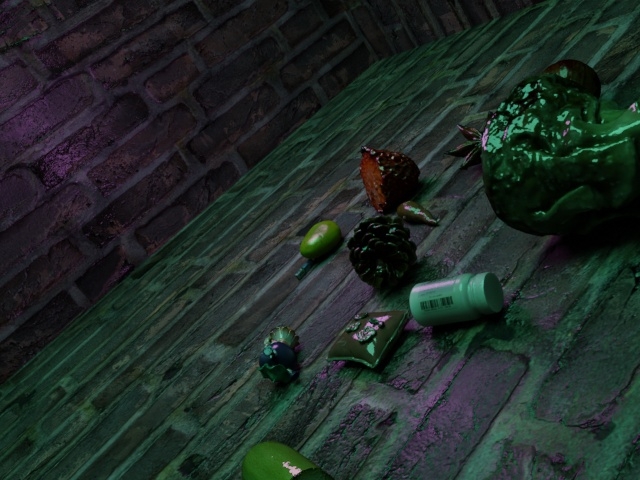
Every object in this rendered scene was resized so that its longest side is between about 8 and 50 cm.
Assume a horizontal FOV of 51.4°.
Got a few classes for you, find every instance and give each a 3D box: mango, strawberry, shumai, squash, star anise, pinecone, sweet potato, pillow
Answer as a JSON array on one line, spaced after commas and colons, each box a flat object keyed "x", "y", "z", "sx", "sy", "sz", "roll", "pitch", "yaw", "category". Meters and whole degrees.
[{"x": 0.006, "y": 0.000, "z": 2.210, "sx": 0.117, "sy": 0.089, "sz": 0.163, "roll": -1, "pitch": 40, "yaw": 35, "category": "mango"}, {"x": 0.235, "y": -0.222, "z": 2.226, "sx": 0.178, "sy": 0.233, "sz": 0.234, "roll": -15, "pitch": 17, "yaw": -13, "category": "strawberry"}, {"x": 0.564, "y": -0.183, "z": 1.393, "sx": 0.395, "sy": 0.395, "sz": 0.348, "roll": -43, "pitch": 20, "yaw": -21, "category": "shumai"}, {"x": -0.076, "y": 0.463, "z": 1.271, "sx": 0.132, "sy": 0.132, "sz": 0.247, "roll": -43, "pitch": 20, "yaw": -21, "category": "squash"}, {"x": 0.522, "y": -0.284, "z": 2.048, "sx": 0.272, "sy": 0.102, "sz": 0.271, "roll": -16, "pitch": 50, "yaw": 20, "category": "star anise"}, {"x": 0.167, "y": 0.037, "z": 1.769, "sx": 0.185, "sy": 0.169, "sz": 0.212, "roll": -60, "pitch": 25, "yaw": 21, "category": "pinecone"}, {"x": 0.284, "y": -0.085, "z": 2.006, "sx": 0.068, "sy": 0.068, "sz": 0.226, "roll": -39, "pitch": 22, "yaw": -11, "category": "sweet potato"}, {"x": 0.109, "y": 0.225, "z": 1.577, "sx": 0.179, "sy": 0.075, "sz": 0.171, "roll": -9, "pitch": 33, "yaw": 51, "category": "pillow"}]

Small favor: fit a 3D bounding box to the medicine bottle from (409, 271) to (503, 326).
[{"x": 0.298, "y": 0.129, "z": 1.462, "sx": 0.187, "sy": 0.102, "sz": 0.102, "roll": -17, "pitch": 27, "yaw": 40, "category": "medicine bottle"}]

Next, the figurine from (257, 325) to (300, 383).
[{"x": -0.110, "y": 0.290, "z": 1.718, "sx": 0.102, "sy": 0.111, "sz": 0.195, "roll": -49, "pitch": 15, "yaw": 24, "category": "figurine"}]

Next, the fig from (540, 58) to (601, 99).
[{"x": 0.729, "y": -0.378, "z": 1.927, "sx": 0.191, "sy": 0.191, "sz": 0.290, "roll": -20, "pitch": 66, "yaw": 34, "category": "fig"}]

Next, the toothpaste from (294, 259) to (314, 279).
[{"x": -0.051, "y": 0.094, "z": 2.181, "sx": 0.017, "sy": 0.020, "sz": 0.083, "roll": -7, "pitch": 34, "yaw": 47, "category": "toothpaste"}]
